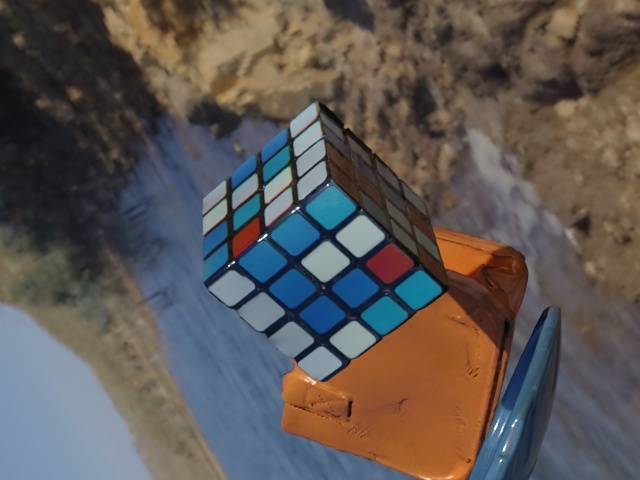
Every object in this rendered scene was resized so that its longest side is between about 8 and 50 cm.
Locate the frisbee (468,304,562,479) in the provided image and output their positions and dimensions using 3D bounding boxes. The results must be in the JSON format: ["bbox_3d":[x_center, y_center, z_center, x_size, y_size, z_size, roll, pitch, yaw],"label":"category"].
[{"bbox_3d":[0.196,0.205,1.261,0.049,0.289,0.289,23,163,7],"label":"frisbee"}]

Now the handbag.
[{"bbox_3d":[0.096,0.142,1.654,0.303,0.116,0.410,16,136,10],"label":"handbag"}]

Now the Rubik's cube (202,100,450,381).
[{"bbox_3d":[0.000,0.000,1.106,0.154,0.151,0.155,43,-160,-25],"label":"Rubik's cube"}]
